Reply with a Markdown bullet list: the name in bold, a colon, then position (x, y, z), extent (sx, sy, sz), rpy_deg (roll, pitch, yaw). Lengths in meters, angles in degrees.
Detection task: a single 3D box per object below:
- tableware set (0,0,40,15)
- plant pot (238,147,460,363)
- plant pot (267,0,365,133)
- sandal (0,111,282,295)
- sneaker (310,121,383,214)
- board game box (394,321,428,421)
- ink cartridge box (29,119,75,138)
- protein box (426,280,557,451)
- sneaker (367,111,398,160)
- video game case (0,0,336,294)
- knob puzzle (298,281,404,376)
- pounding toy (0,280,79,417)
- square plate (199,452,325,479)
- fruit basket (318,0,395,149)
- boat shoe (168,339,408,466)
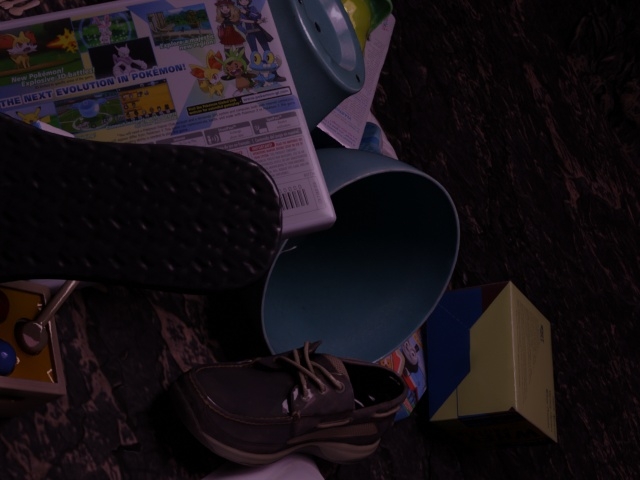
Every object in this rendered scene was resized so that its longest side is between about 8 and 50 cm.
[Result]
- **tableware set**: position (-0.374, -0.261, 1.375), extent (0.104, 0.024, 0.154), rpy_deg (35, 39, 15)
- **plant pot**: position (0.000, 0.000, 1.651), extent (0.290, 0.290, 0.195), rpy_deg (33, 5, -46)
- **plant pot**: position (-0.096, -0.214, 1.599), extent (0.271, 0.255, 0.272), rpy_deg (49, 27, -36)
- **sandal**: position (-0.258, -0.031, 1.160), extent (0.107, 0.445, 0.168), rpy_deg (144, -42, -80)
- **sneaker**: position (0.047, -0.045, 1.917), extent (0.319, 0.127, 0.208), rpy_deg (-96, 178, -68)
- **board game box**: position (0.108, 0.149, 1.923), extent (0.160, 0.039, 0.211), rpy_deg (60, 26, -8)
- **ink cartridge box**: position (-0.299, -0.039, 1.258), extent (0.090, 0.143, 0.092), rpy_deg (16, 52, -78)
- **protein box**: position (0.258, 0.194, 1.979), extent (0.201, 0.136, 0.200), rpy_deg (39, 46, -56)
- **sneaker**: position (0.053, -0.191, 2.090), extent (0.212, 0.080, 0.094), rpy_deg (57, 15, -27)
- **video game case**: position (-0.180, -0.117, 1.392), extent (0.036, 0.329, 0.300), rpy_deg (119, -44, -69)
- **knob puzzle**: position (0.051, 0.155, 1.774), extent (0.213, 0.030, 0.213), rpy_deg (19, 62, -39)
- **pounding toy**: position (-0.285, 0.084, 1.208), extent (0.141, 0.100, 0.130), rpy_deg (18, 53, -55)
- **square plate**: position (-0.029, 0.400, 1.458), extent (0.344, 0.049, 0.347), rpy_deg (65, 27, 0)
- **fruit basket**: position (-0.045, -0.321, 1.906), extent (0.327, 0.165, 0.353), rpy_deg (36, 47, -18)
- **boat shoe**: position (-0.028, 0.171, 1.515), extent (0.355, 0.130, 0.132), rpy_deg (12, 34, -54)
